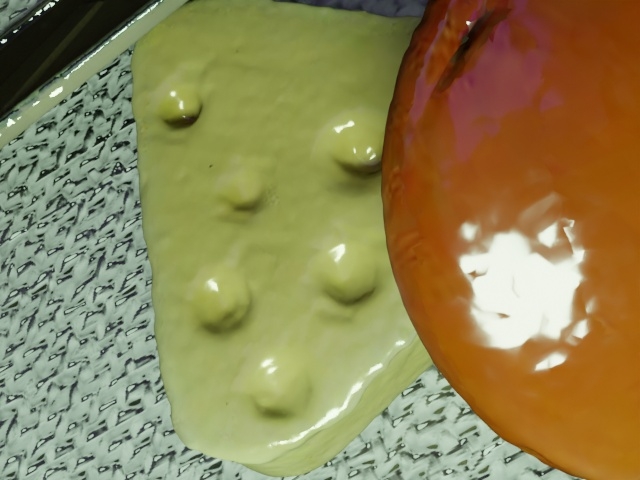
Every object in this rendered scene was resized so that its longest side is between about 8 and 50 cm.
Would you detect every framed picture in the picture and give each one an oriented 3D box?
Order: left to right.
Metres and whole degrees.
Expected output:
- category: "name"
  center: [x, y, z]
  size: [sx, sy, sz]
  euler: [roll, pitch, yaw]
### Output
- category: "framed picture"
  center: [-0.225, -0.182, 0.816]
  size: [0.315, 0.024, 0.232]
  euler: [-36, 34, 5]

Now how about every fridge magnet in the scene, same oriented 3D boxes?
- category: "fridge magnet"
  center: [0.207, -0.037, 0.523]
  size: [0.363, 0.155, 0.363]
  euler: [-1, 96, -12]

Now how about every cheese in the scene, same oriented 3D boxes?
- category: "cheese"
  center: [0.001, 0.000, 0.688]
  size: [0.384, 0.104, 0.384]
  euler: [-6, 69, 17]
